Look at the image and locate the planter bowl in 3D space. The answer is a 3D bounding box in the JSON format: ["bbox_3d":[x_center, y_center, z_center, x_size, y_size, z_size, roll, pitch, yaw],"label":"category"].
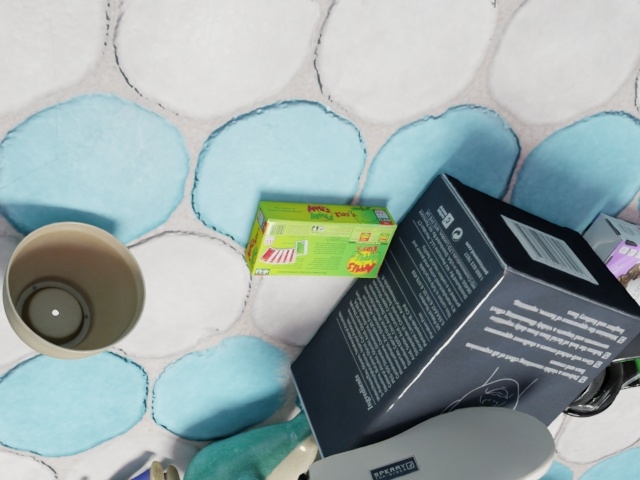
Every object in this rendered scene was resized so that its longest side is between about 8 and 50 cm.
[{"bbox_3d":[-0.303,0.072,1.075,0.162,0.162,0.109,10,151,-29],"label":"planter bowl"}]

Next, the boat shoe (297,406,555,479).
[{"bbox_3d":[0.140,0.330,1.204,0.341,0.127,0.158,-12,139,-1],"label":"boat shoe"}]

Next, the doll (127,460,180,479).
[{"bbox_3d":[-0.314,0.406,1.411,0.189,0.046,0.129,-35,142,17],"label":"doll"}]

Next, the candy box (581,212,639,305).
[{"bbox_3d":[0.471,0.059,1.414,0.196,0.070,0.165,14,123,-30],"label":"candy box"}]

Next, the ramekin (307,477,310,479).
[{"bbox_3d":[0.021,0.534,1.492,0.148,0.303,0.303,-28,134,13],"label":"ramekin"}]

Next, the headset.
[{"bbox_3d":[0.399,0.234,1.431,0.394,0.185,0.243,-17,156,26],"label":"headset"}]

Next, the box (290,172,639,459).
[{"bbox_3d":[0.199,0.151,1.287,0.293,0.212,0.395,20,119,-34],"label":"box"}]

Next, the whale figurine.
[{"bbox_3d":[-0.100,0.336,1.376,0.141,0.216,0.272,45,98,3],"label":"whale figurine"}]

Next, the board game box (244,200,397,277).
[{"bbox_3d":[0.000,0.000,1.194,0.181,0.043,0.092,2,128,-23],"label":"board game box"}]
